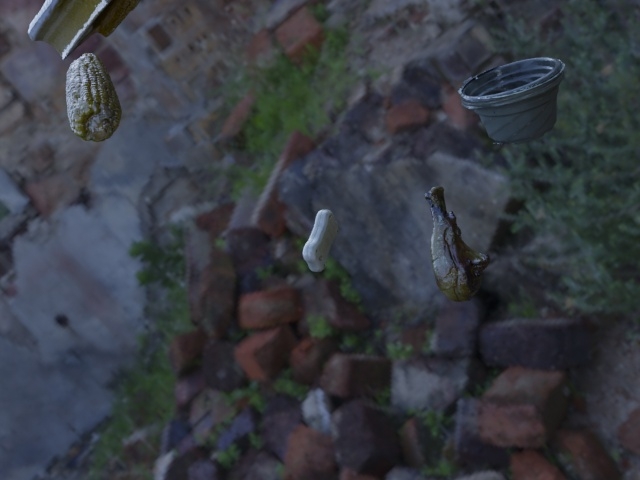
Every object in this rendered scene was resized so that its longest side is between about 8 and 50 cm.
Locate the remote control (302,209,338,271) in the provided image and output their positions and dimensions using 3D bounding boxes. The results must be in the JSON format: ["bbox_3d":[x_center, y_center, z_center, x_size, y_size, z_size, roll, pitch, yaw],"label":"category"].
[{"bbox_3d":[0.000,0.000,2.241,0.032,0.074,0.122,6,56,27],"label":"remote control"}]

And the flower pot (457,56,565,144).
[{"bbox_3d":[0.423,-0.293,2.417,0.235,0.140,0.235,-15,20,6],"label":"flower pot"}]

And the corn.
[{"bbox_3d":[-0.422,-0.263,2.066,0.097,0.097,0.262,-38,39,11],"label":"corn"}]

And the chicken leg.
[{"bbox_3d":[0.200,0.004,1.671,0.093,0.178,0.070,-20,0,-15],"label":"chicken leg"}]

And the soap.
[{"bbox_3d":[-0.365,-0.458,1.935,0.259,0.143,0.281,-53,16,-28],"label":"soap"}]
